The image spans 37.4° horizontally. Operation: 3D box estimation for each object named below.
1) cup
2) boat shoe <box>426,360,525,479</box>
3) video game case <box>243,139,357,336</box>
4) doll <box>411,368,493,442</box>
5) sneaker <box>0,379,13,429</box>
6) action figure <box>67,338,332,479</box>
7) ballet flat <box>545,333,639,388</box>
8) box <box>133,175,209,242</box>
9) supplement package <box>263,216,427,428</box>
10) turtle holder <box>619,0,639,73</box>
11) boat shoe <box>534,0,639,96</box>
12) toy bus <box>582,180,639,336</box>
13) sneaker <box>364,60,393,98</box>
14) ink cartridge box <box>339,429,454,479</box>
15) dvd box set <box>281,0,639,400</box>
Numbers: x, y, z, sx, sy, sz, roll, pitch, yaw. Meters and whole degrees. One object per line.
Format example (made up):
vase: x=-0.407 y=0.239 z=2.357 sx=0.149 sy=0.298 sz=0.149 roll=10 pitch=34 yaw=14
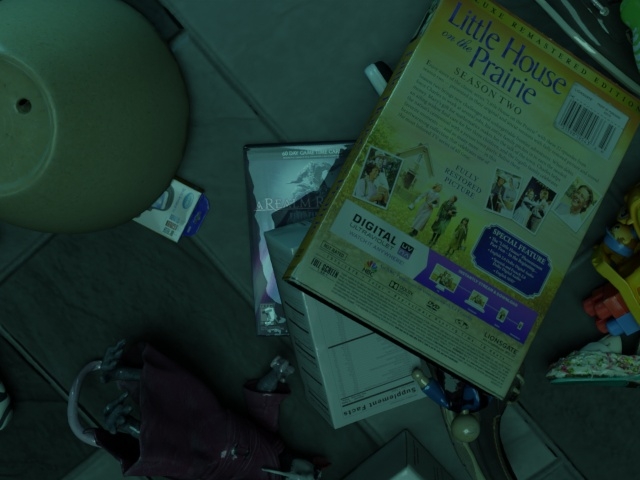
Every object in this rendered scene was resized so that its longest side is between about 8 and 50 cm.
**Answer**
cup: x=-0.354 y=-0.153 z=1.168 sx=0.331 sy=0.237 sz=0.330 roll=2 pitch=100 yaw=8
boat shoe: x=0.217 y=0.187 z=1.288 sx=0.130 sy=0.132 sz=0.355 roll=-20 pitch=103 yaw=7
video game case: x=0.000 y=0.000 z=1.309 sx=0.196 sy=0.026 sz=0.274 roll=-2 pitch=105 yaw=4
doll: x=0.176 y=0.162 z=1.204 sx=0.129 sy=0.046 sz=0.188 roll=-4 pitch=90 yaw=-21
sneaker: x=-0.575 y=0.209 z=1.369 sx=0.235 sy=0.094 sz=0.153 roll=-5 pitch=103 yaw=5
action figure: x=-0.148 y=0.297 z=1.313 sx=0.370 sy=0.248 sz=0.276 roll=32 pitch=141 yaw=-29
ballet flat: x=0.429 y=0.167 z=1.305 sx=0.241 sy=0.091 sz=0.077 roll=3 pitch=75 yaw=-1
box: x=-0.225 y=-0.057 z=1.308 sx=0.136 sy=0.028 sz=0.081 roll=28 pitch=104 yaw=-1
supplement package: x=0.031 y=0.095 z=1.231 sx=0.139 sy=0.134 sz=0.244 roll=-16 pitch=104 yaw=-15
turtle holder: x=0.514 y=-0.218 z=1.117 sx=0.321 sy=0.243 sz=0.227 roll=5 pitch=85 yaw=15
boat shoe: x=0.314 y=-0.308 z=1.161 sx=0.335 sy=0.112 sz=0.095 roll=41 pitch=108 yaw=-3
toy bus: x=0.430 y=0.034 z=1.240 sx=0.211 sy=0.149 sz=0.220 roll=-30 pitch=99 yaw=27
sneaker: x=0.164 y=-0.173 z=1.231 sx=0.121 sy=0.079 sz=0.217 roll=-40 pitch=106 yaw=8
ink cartridge box: x=0.141 y=0.457 z=1.369 sx=0.211 sy=0.121 sz=0.289 roll=-40 pitch=99 yaw=13
dvd box set: x=0.182 y=-0.062 z=1.153 sx=0.308 sy=0.062 sz=0.420 roll=29 pitch=81 yaw=-13
